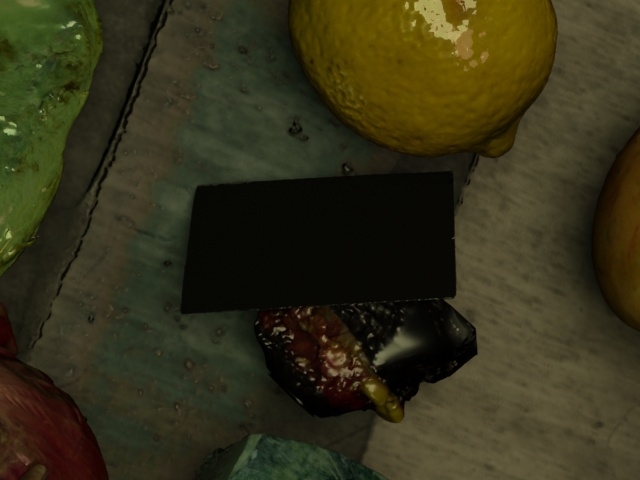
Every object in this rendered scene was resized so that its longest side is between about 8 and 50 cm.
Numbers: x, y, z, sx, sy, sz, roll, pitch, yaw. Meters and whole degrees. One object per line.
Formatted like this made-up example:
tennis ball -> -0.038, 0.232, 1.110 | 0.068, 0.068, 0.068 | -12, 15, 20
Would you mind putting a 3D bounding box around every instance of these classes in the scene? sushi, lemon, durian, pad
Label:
sushi -> 0.027, 0.088, 1.738 | 0.172, 0.153, 0.150 | 43, 85, 12
lemon -> 0.098, -0.189, 1.721 | 0.253, 0.228, 0.228 | 39, 82, -7
durian -> -0.315, -0.116, 1.659 | 0.198, 0.163, 0.394 | 32, 52, -36
pad -> 0.000, 0.000, 1.718 | 0.243, 0.004, 0.163 | -3, 45, 7

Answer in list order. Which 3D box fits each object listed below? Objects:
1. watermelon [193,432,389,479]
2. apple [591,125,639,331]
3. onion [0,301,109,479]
watermelon -> -0.061, 0.305, 1.702 | 0.387, 0.258, 0.228 | 25, 64, -52
apple -> 0.399, -0.005, 1.739 | 0.299, 0.299, 0.275 | 34, 88, -8
onion -> -0.344, 0.200, 1.584 | 0.354, 0.353, 0.353 | 0, 88, -11
